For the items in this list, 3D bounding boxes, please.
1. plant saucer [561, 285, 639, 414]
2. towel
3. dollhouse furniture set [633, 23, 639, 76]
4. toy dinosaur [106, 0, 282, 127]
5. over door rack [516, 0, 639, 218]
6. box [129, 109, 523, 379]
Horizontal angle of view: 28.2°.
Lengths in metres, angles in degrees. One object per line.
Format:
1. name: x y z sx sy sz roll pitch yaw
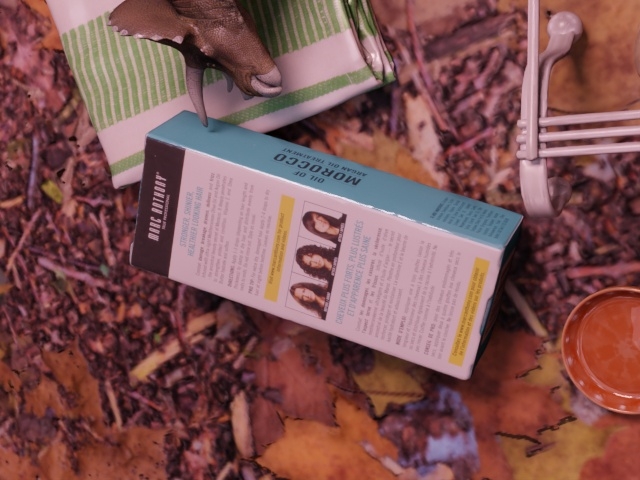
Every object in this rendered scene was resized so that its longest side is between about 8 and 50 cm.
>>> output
1. plant saucer: 0.195 0.069 0.807 0.084 0.013 0.083 6 105 25
2. towel: -0.107 -0.219 0.872 0.248 0.038 0.324 -19 94 30
3. dollhouse furniture set: 0.251 -0.205 0.521 0.303 0.174 0.355 -14 83 25
4. toy dinosaur: -0.092 -0.236 0.766 0.160 0.121 0.313 -20 84 50
5. over door rack: 0.226 -0.178 0.689 0.240 0.108 0.324 -3 88 25
6. box: 0.000 0.000 0.837 0.244 0.060 0.100 19 118 14
